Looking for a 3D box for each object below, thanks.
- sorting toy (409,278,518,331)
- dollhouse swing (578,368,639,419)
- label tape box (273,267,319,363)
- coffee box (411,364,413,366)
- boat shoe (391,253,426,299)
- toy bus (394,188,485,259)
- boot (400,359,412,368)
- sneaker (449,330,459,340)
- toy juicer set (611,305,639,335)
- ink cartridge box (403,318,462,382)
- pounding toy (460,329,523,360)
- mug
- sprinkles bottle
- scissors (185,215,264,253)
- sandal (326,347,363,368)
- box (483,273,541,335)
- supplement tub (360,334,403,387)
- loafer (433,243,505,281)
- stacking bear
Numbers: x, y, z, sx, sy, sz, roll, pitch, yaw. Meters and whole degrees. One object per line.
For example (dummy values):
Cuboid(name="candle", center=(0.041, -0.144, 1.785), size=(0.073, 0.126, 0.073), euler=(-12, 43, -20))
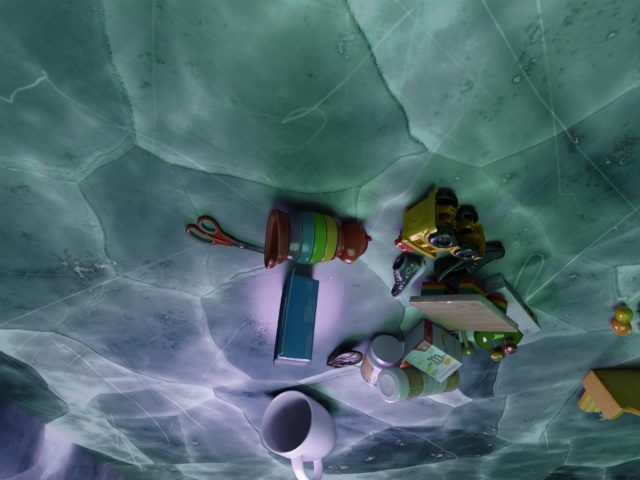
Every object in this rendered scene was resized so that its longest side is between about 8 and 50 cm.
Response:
Cuboid(name="sorting toy", center=(0.476, 0.213, 1.500), size=(0.256, 0.089, 0.257), euler=(34, 151, -33))
Cuboid(name="dollhouse swing", center=(1.339, 0.721, 1.935), size=(0.348, 0.315, 0.304), euler=(-1, 116, 1))
Cuboid(name="label tape box", center=(-0.072, 0.251, 1.408), size=(0.115, 0.248, 0.347), euler=(9, 159, -8))
Cuboid(name="coffee box", center=(0.443, 0.465, 1.849), size=(0.114, 0.040, 0.184), euler=(3, 136, -2))
Cuboid(name="boat shoe", center=(0.261, 0.116, 1.482), size=(0.083, 0.065, 0.183), euler=(19, 126, -16))
Cuboid(name="toy bus", center=(0.328, -0.015, 1.297), size=(0.220, 0.149, 0.212), euler=(28, 143, -28))
Cuboid(name="boot", center=(0.322, 0.535, 1.920), size=(0.084, 0.059, 0.158), euler=(55, 139, -2))
Cuboid(name="sneaker", center=(0.525, 0.404, 1.773), size=(0.047, 0.057, 0.119), euler=(-12, 135, 9))
Cuboid(name="toy juicer set", center=(1.156, 0.243, 1.581), size=(0.210, 0.089, 0.328), euler=(13, 145, 6))
Cuboid(name="ink cartridge box", center=(0.418, 0.409, 1.688), size=(0.176, 0.127, 0.128), euler=(32, 120, -5))
Cuboid(name="pounding toy", center=(0.661, 0.400, 1.728), size=(0.237, 0.110, 0.182), euler=(-10, 135, 11))
Cuboid(name="mug", center=(-0.069, 0.927, 2.105), size=(0.277, 0.373, 0.328), euler=(-24, 137, 17))
Cuboid(name="sprinkles bottle", center=(0.378, 0.533, 1.723), size=(0.356, 0.121, 0.121), euler=(7, 140, -37))
Cuboid(name="scissors", center=(-0.272, 0.013, 1.417), size=(0.297, 0.021, 0.109), euler=(29, 127, -27))
Cuboid(name="sandal", center=(0.096, 0.476, 1.863), size=(0.090, 0.060, 0.219), euler=(24, 146, -14))
Cuboid(name="box", center=(0.674, 0.229, 1.585), size=(0.067, 0.063, 0.324), euler=(-30, 128, 27))
Cuboid(name="supplement tub", center=(0.242, 0.478, 1.792), size=(0.145, 0.144, 0.199), euler=(5, 136, -4))
Cuboid(name="loafer", center=(0.466, 0.075, 1.418), size=(0.224, 0.078, 0.076), euler=(-21, 132, 21))
Cuboid(name="stacking bear", center=(0.000, 0.000, 1.301), size=(0.290, 0.164, 0.175), euler=(4, 169, -19))
